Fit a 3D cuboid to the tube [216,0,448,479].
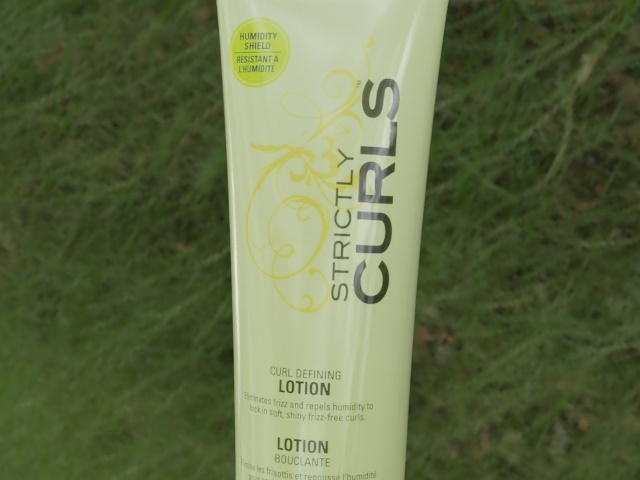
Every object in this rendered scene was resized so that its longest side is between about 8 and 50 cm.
[{"bbox_3d":[0.000,0.000,0.500,0.070,0.240,0.062,-1,-174,-28],"label":"tube"}]
